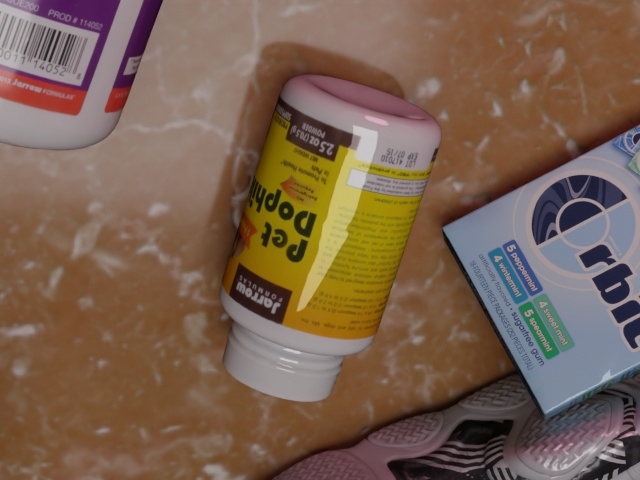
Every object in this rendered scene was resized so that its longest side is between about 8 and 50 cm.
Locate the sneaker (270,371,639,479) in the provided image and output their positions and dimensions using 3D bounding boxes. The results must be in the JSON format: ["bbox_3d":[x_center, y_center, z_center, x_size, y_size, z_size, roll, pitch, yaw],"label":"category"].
[{"bbox_3d":[0.138,0.234,1.160,0.366,0.137,0.210,-19,112,1],"label":"sneaker"}]

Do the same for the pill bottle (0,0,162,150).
[{"bbox_3d":[-0.162,-0.229,0.918,0.181,0.181,0.323,18,104,-16],"label":"pill bottle"}]

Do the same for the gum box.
[{"bbox_3d":[0.206,0.019,1.100,0.184,0.041,0.157,-28,74,0],"label":"gum box"}]

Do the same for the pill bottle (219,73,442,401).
[{"bbox_3d":[0.000,0.000,1.059,0.117,0.117,0.215,14,105,-14],"label":"pill bottle"}]
